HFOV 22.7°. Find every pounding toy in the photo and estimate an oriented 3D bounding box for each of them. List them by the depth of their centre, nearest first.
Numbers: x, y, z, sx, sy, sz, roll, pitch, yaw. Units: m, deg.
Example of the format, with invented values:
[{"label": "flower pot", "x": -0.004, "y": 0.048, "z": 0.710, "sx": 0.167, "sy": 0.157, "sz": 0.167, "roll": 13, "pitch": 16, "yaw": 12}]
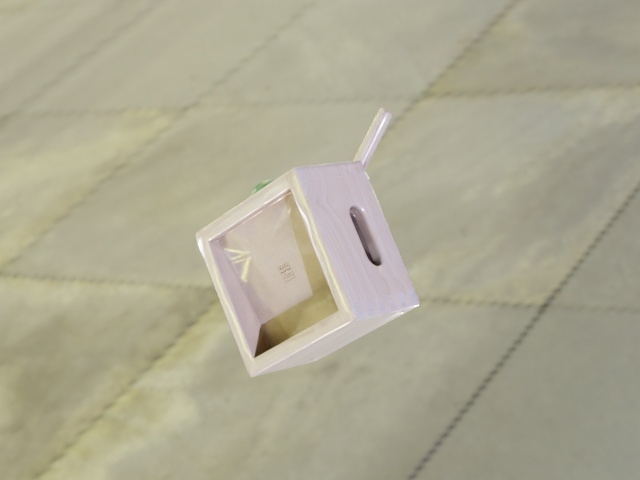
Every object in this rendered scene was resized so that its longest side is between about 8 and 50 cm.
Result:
[{"label": "pounding toy", "x": 0.000, "y": 0.000, "z": 1.107, "sx": 0.130, "sy": 0.141, "sz": 0.100, "roll": -31, "pitch": -15, "yaw": 39}]
